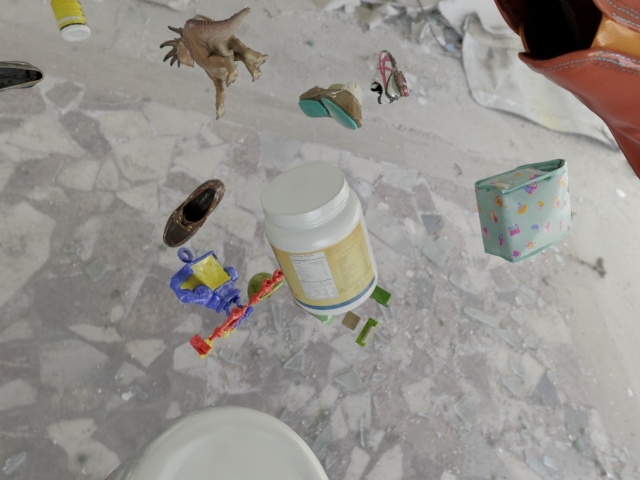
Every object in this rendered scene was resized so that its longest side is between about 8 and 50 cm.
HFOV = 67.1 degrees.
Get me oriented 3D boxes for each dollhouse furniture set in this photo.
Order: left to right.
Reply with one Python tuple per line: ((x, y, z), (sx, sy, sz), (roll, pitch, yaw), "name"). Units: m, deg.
((0.059, 0.190, 1.581), (0.302, 0.151, 0.197), (30, 87, 16), "dollhouse furniture set")

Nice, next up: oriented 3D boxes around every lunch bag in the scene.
((0.579, -0.091, 1.334), (0.262, 0.160, 0.223), (-21, 109, -15), "lunch bag")

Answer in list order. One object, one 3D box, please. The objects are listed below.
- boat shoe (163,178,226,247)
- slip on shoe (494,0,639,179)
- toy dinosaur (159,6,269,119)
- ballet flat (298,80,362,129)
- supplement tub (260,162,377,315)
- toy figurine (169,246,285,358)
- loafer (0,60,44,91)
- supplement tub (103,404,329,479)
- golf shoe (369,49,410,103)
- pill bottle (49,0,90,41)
((-0.300, -0.059, 1.113), (0.073, 0.207, 0.073), (38, 17, -12), "boat shoe")
((0.186, -0.135, 0.321), (0.101, 0.123, 0.331), (-43, 113, 0), "slip on shoe")
((-0.218, -0.372, 0.927), (0.200, 0.296, 0.127), (46, 75, -6), "toy dinosaur")
((0.050, -0.412, 1.423), (0.124, 0.342, 0.116), (-45, 120, -5), "ballet flat")
((0.000, 0.000, 0.725), (0.144, 0.199, 0.144), (-11, 39, 9), "supplement tub")
((-0.217, 0.073, 1.093), (0.217, 0.191, 0.362), (43, 27, 3), "toy figurine")
((-0.850, -0.419, 1.232), (0.084, 0.096, 0.267), (14, 30, 35), "loafer")
((-0.149, 0.316, 0.467), (0.207, 0.338, 0.207), (26, 39, -23), "supplement tub")
((0.156, -0.410, 1.202), (0.086, 0.067, 0.186), (-21, 48, 9), "golf shoe")
((-0.575, -0.522, 1.098), (0.065, 0.065, 0.116), (-21, 94, -34), "pill bottle")
